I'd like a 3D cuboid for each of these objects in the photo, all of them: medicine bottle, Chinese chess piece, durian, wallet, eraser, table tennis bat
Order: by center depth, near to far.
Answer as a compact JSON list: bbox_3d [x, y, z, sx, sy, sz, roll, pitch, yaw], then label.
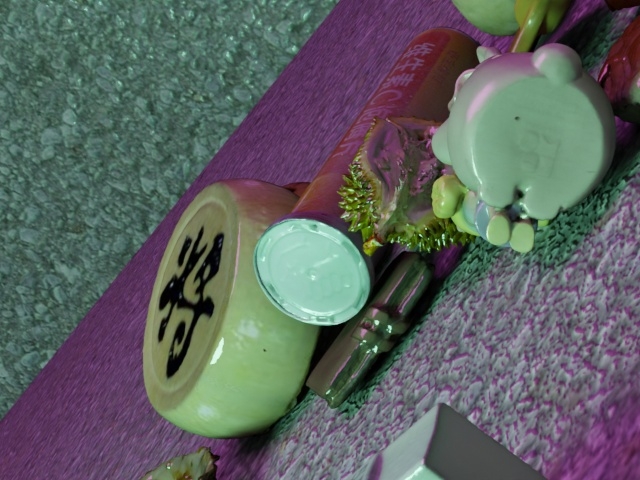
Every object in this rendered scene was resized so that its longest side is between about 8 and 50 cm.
[{"bbox_3d":[0.043,0.192,1.027,0.210,0.124,0.068,-45,13,35],"label":"eraser"},{"bbox_3d":[0.085,-0.028,1.548,0.208,0.146,0.102,-49,-31,-55],"label":"durian"},{"bbox_3d":[0.046,0.077,1.612,0.153,0.038,0.118,-53,5,-1],"label":"wallet"},{"bbox_3d":[0.186,-0.191,1.658,0.198,0.050,0.321,-62,-3,-25],"label":"table tennis bat"},{"bbox_3d":[0.059,-0.076,1.765,0.108,0.108,0.426,-46,7,35],"label":"medicine bottle"},{"bbox_3d":[-0.084,0.066,1.813,0.257,0.104,0.257,-47,35,49],"label":"Chinese chess piece"}]

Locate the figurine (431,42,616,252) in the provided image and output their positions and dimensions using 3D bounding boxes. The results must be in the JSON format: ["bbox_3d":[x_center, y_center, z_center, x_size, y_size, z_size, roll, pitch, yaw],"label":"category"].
[{"bbox_3d":[0.151,-0.080,1.447,0.235,0.127,0.155,-103,16,-82],"label":"figurine"}]

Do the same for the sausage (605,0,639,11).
[{"bbox_3d":[0.331,-0.317,1.501,0.348,0.094,0.097,-46,17,39],"label":"sausage"}]

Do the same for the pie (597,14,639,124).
[{"bbox_3d":[0.281,-0.173,1.392,0.195,0.046,0.195,-50,13,16],"label":"pie"}]

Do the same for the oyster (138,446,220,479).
[{"bbox_3d":[-0.156,0.285,1.714,0.204,0.111,0.396,-34,13,8],"label":"oyster"}]

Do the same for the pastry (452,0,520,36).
[{"bbox_3d":[0.185,-0.282,1.864,0.092,0.156,0.156,-32,23,46],"label":"pastry"}]

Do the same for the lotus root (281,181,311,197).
[{"bbox_3d":[0.000,0.000,1.915,0.110,0.097,0.258,-68,20,3],"label":"lotus root"}]
